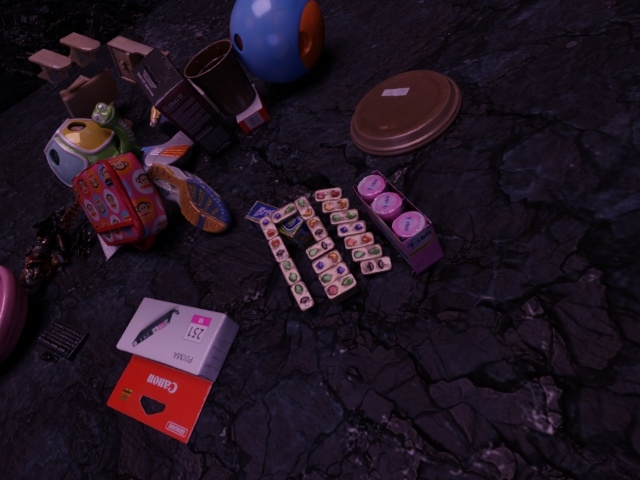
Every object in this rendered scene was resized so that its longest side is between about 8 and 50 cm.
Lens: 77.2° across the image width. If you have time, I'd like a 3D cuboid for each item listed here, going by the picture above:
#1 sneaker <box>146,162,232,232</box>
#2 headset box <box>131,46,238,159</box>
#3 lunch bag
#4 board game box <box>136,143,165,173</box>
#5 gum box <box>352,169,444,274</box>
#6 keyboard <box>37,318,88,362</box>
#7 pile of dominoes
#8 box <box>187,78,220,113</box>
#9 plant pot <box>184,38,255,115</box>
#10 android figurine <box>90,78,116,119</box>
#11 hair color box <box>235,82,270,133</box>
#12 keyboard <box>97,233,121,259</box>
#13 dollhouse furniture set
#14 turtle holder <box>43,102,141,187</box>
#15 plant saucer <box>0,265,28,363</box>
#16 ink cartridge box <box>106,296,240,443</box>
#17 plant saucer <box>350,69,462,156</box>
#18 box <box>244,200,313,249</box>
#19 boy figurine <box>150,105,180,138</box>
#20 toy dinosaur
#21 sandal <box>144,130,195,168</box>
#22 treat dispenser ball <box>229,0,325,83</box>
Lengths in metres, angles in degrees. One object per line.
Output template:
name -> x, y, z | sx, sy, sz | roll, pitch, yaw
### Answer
sneaker -> -0.329, -0.124, 1.086 | 0.296, 0.131, 0.112 | 36, 107, 20
headset box -> -0.405, -0.407, 1.185 | 0.110, 0.293, 0.218 | -41, 59, 3
lunch bag -> -0.544, -0.089, 1.104 | 0.293, 0.258, 0.120 | -7, 21, 44
board game box -> -0.604, -0.238, 1.378 | 0.160, 0.039, 0.212 | 2, 59, 32
gum box -> 0.140, -0.040, 0.748 | 0.062, 0.107, 0.188 | -36, 46, 2
keyboard -> -0.698, 0.273, 1.069 | 0.180, 0.023, 0.108 | 6, 61, 35
pile of dominoes -> 0.000, 0.000, 0.794 | 0.196, 0.040, 0.251 | -30, 62, -1
box -> -0.424, -0.562, 1.473 | 0.113, 0.094, 0.275 | -18, 49, 17
plant pot -> -0.291, -0.483, 1.216 | 0.166, 0.165, 0.167 | -15, 51, 20
android figurine -> -0.978, -0.584, 1.766 | 0.273, 0.056, 0.248 | -46, 25, 35
hair color box -> -0.224, -0.423, 1.283 | 0.093, 0.053, 0.167 | -28, 49, 10
keyboard -> -0.684, -0.029, 1.288 | 0.072, 0.014, 0.256 | -44, 47, -5
dollhouse furniture set -> -0.786, -0.588, 1.547 | 0.256, 0.362, 0.394 | 23, 57, 12
turtle holder -> -0.747, -0.284, 1.313 | 0.320, 0.227, 0.243 | -7, 53, 51
plant saucer -> -0.966, 0.240, 1.169 | 0.332, 0.084, 0.332 | -12, 65, 28
ink cartridge box -> -0.330, 0.254, 0.843 | 0.275, 0.060, 0.239 | 4, 58, 32
plant saucer -> 0.195, -0.317, 0.968 | 0.277, 0.041, 0.278 | -16, 50, 21
box -> -0.094, -0.037, 0.916 | 0.168, 0.059, 0.054 | 21, 70, 39
boy figurine -> -0.566, -0.489, 1.507 | 0.177, 0.092, 0.285 | -35, 46, 4
toy dinosaur -> -0.862, -0.006, 1.295 | 0.218, 0.164, 0.322 | -16, 71, 41
sandal -> -0.459, -0.282, 1.309 | 0.101, 0.076, 0.265 | 13, 41, 11
treat dispenser ball -> -0.129, -0.631, 1.218 | 0.288, 0.288, 0.288 | -16, 51, 20
